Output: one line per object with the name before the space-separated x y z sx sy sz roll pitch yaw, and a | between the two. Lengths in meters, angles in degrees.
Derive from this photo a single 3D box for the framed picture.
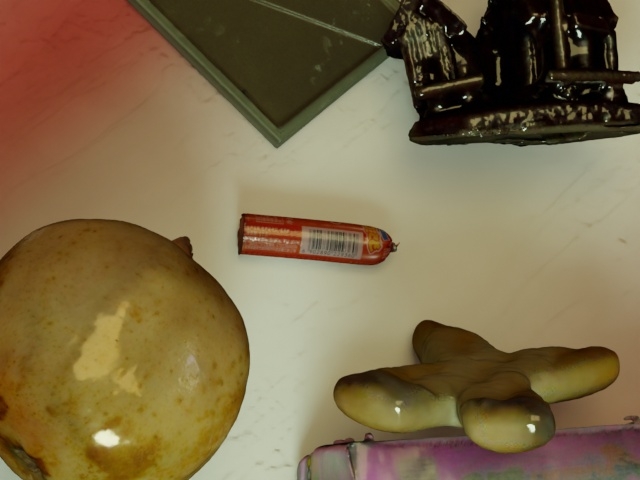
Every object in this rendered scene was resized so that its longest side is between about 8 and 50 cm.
framed picture | -0.060 -0.214 1.621 0.250 0.016 0.184 44 62 9

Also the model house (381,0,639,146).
model house | 0.153 -0.157 1.573 0.203 0.141 0.164 -3 86 -20

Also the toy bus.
toy bus | 0.126 0.180 1.423 0.274 0.112 0.090 -3 73 -16

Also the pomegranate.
pomegranate | -0.148 0.086 1.346 0.207 0.207 0.207 6 63 -11

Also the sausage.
sausage | 0.000 0.000 1.520 0.129 0.034 0.034 4 63 -12

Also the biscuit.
biscuit | 0.115 0.105 1.403 0.164 0.208 0.047 10 103 20
